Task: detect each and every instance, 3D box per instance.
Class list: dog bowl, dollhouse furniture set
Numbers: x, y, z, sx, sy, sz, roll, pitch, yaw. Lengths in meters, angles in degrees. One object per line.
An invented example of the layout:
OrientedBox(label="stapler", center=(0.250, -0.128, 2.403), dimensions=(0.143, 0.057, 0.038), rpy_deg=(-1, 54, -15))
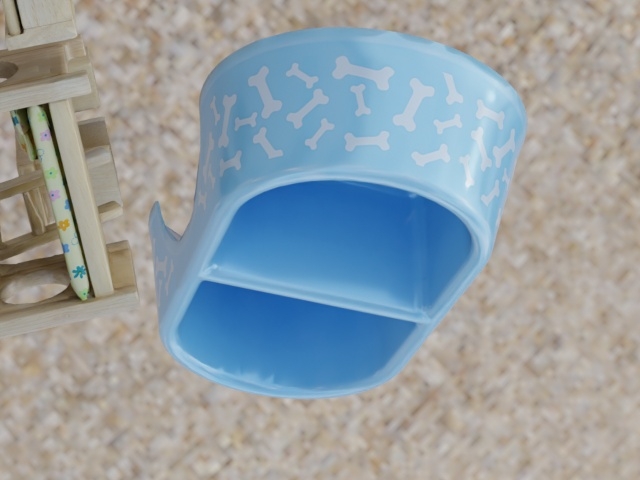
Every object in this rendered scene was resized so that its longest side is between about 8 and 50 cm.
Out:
OrientedBox(label="dog bowl", center=(0.000, 0.000, 0.972), dimensions=(0.165, 0.074, 0.297), rpy_deg=(12, 150, -11))
OrientedBox(label="dollhouse furniture set", center=(-0.154, -0.072, 0.830), dimensions=(0.101, 0.161, 0.182), rpy_deg=(-12, 115, -5))
